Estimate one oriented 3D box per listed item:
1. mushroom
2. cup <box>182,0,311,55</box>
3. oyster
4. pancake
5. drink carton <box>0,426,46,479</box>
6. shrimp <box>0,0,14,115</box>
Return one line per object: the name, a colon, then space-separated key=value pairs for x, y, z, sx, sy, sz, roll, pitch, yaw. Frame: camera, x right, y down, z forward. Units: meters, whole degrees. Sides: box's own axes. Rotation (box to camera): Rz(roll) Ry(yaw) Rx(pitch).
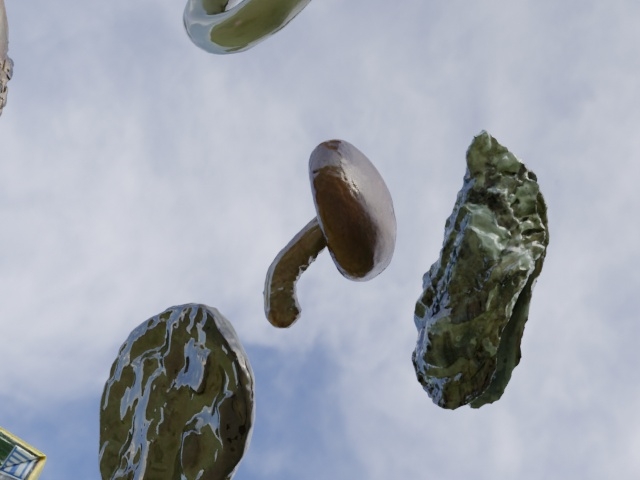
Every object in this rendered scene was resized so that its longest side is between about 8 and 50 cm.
mushroom: x=0.011 y=0.003 z=0.641 sx=0.072 sy=0.088 sz=0.130 roll=21 pitch=-96 yaw=8
cup: x=-0.030 y=-0.293 z=0.883 sx=0.202 sy=0.255 sz=0.173 roll=9 pitch=-51 yaw=50
oyster: x=0.197 y=0.037 z=1.251 sx=0.162 sy=0.158 sz=0.351 roll=12 pitch=-81 yaw=31
pancake: x=-0.182 y=0.211 z=1.220 sx=0.049 sy=0.294 sz=0.294 roll=16 pitch=-52 yaw=-43
drink carton: x=-0.296 y=0.223 z=0.804 sx=0.074 sy=0.084 sz=0.200 roll=33 pitch=-46 yaw=-11
shrimp: x=-0.448 y=-0.261 z=1.333 sx=0.063 sy=0.287 sz=0.152 roll=-7 pitch=-27 yaw=-13
